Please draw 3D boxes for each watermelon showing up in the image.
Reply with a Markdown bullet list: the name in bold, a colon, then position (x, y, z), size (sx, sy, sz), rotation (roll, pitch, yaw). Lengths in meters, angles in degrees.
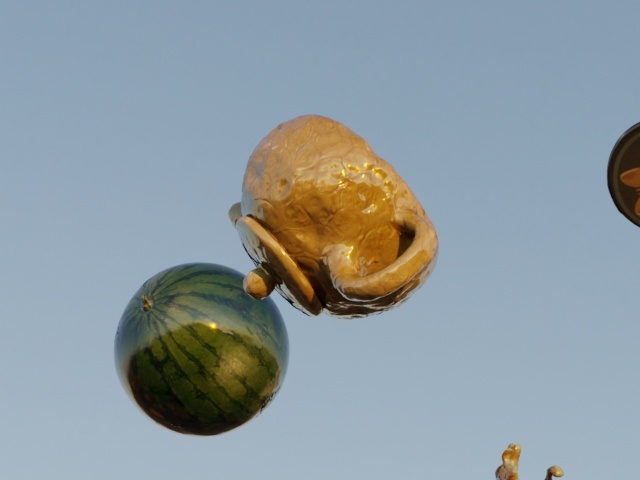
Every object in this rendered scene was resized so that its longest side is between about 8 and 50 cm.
- **watermelon**: position (-0.163, 0.150, 2.118), size (0.242, 0.242, 0.242), rotation (0, -31, 0)

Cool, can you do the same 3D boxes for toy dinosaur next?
- **toy dinosaur**: position (0.199, 0.296, 1.476), size (0.057, 0.212, 0.142), rotation (7, -12, -17)

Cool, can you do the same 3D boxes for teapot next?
- **teapot**: position (0.000, 0.000, 1.440), size (0.203, 0.167, 0.311), rotation (55, -13, -28)

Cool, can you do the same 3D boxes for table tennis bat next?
- **table tennis bat**: position (0.461, -0.094, 1.875), size (0.236, 0.150, 0.027), rotation (-23, 5, 25)
